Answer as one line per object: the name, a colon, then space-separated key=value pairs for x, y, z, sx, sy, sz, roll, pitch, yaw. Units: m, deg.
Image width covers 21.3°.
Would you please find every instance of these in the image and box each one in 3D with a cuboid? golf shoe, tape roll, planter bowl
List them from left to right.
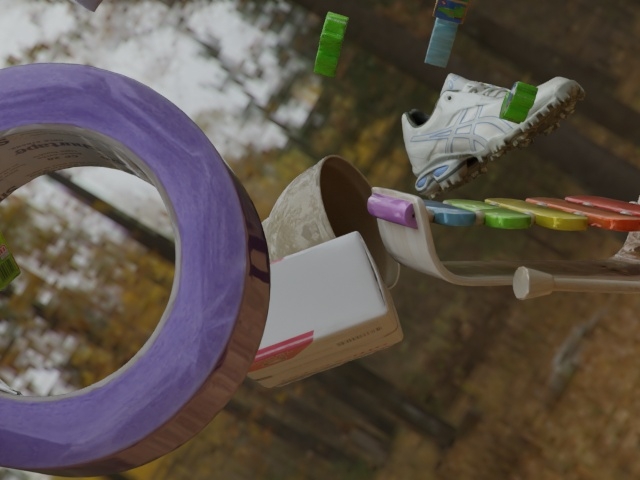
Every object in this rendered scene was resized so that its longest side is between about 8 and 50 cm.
tape roll: x=-0.122 y=0.016 z=0.806 sx=0.189 sy=0.189 sz=0.080 roll=-59 pitch=-10 yaw=-6
planter bowl: x=0.000 y=0.000 z=1.893 sx=0.109 sy=0.162 sz=0.162 roll=-25 pitch=11 yaw=24
golf shoe: x=0.130 y=-0.102 z=1.374 sx=0.176 sy=0.086 sz=0.069 roll=-30 pitch=-7 yaw=40

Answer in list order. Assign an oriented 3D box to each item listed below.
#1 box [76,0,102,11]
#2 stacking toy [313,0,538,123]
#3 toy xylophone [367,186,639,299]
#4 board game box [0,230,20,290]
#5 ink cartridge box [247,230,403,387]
box: x=-0.157 y=-0.229 z=0.860 sx=0.119 sy=0.181 sz=0.182 roll=-54 pitch=19 yaw=15
stacking toy: x=0.095 y=-0.178 z=1.220 sx=0.221 sy=0.167 sz=0.052 roll=107 pitch=179 yaw=-53
toy xylophone: x=0.218 y=-0.002 z=1.573 sx=0.236 sy=0.323 sz=0.081 roll=15 pitch=104 yaw=61
board game box: x=-0.377 y=0.044 z=1.637 sx=0.181 sy=0.043 sz=0.092 roll=-47 pitch=-54 yaw=-40
ink cartridge box: x=-0.009 y=0.074 z=1.689 sx=0.159 sy=0.092 sz=0.218 roll=-20 pitch=-13 yaw=3
